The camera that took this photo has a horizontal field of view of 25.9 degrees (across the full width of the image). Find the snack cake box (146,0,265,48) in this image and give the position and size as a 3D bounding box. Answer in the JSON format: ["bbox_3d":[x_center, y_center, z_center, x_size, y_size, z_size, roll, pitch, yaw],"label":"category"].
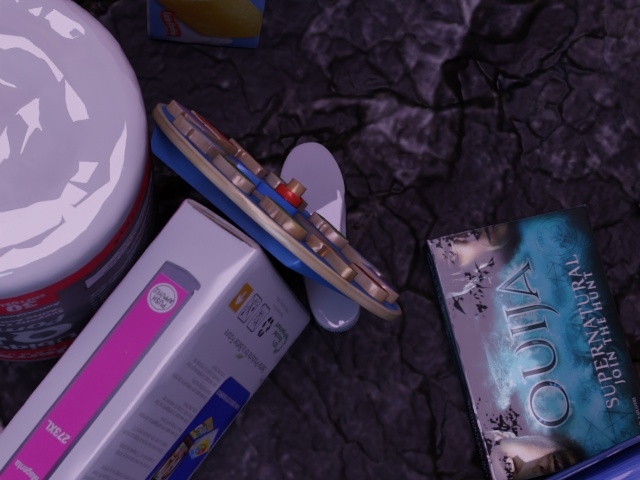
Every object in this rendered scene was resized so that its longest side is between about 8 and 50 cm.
[{"bbox_3d":[-0.073,-0.253,0.955,0.089,0.264,0.152,5,76,-5],"label":"snack cake box"}]

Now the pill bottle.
[{"bbox_3d":[-0.188,-0.021,0.859,0.176,0.318,0.176,1,76,-4],"label":"pill bottle"}]

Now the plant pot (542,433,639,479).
[{"bbox_3d":[0.195,0.253,0.877,0.236,0.212,0.236,-25,85,-11],"label":"plant pot"}]

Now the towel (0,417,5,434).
[{"bbox_3d":[-0.341,0.104,0.954,0.187,0.049,0.282,-35,82,-12],"label":"towel"}]

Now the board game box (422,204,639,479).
[{"bbox_3d":[0.158,0.076,1.019,0.126,0.026,0.186,-13,78,-9],"label":"board game box"}]

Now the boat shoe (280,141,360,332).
[{"bbox_3d":[0.000,0.000,1.016,0.049,0.040,0.142,-10,77,1],"label":"boat shoe"}]

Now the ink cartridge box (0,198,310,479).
[{"bbox_3d":[-0.150,0.157,0.855,0.069,0.176,0.371,33,81,17],"label":"ink cartridge box"}]

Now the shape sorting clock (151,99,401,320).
[{"bbox_3d":[-0.025,-0.021,0.895,0.206,0.206,0.040,38,94,4],"label":"shape sorting clock"}]
